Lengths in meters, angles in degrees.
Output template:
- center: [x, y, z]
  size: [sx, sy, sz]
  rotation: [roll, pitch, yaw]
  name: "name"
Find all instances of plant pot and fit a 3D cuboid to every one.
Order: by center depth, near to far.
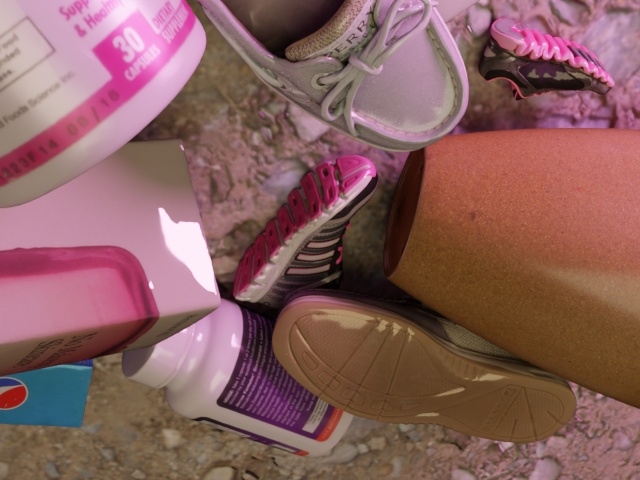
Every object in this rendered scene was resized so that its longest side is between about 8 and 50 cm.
- center: [0.189, 0.001, 0.734]
  size: [0.254, 0.237, 0.237]
  rotation: [14, 118, -5]
  name: "plant pot"

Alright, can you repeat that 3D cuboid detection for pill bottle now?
- center: [-0.200, -0.168, 0.444]
  size: [0.160, 0.160, 0.283]
  rotation: [-33, 118, 7]
  name: "pill bottle"
- center: [-0.070, 0.114, 0.786]
  size: [0.193, 0.108, 0.108]
  rotation: [26, 112, -28]
  name: "pill bottle"

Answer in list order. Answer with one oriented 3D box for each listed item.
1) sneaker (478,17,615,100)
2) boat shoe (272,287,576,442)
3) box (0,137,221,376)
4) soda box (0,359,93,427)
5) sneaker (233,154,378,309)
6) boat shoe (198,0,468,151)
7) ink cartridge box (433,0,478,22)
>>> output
- center: [0.183, -0.138, 0.734]
  size: [0.119, 0.047, 0.057]
  rotation: [16, 123, -15]
  name: "sneaker"
- center: [0.089, 0.100, 0.785]
  size: [0.285, 0.092, 0.103]
  rotation: [17, 117, -16]
  name: "boat shoe"
- center: [-0.209, 0.021, 0.604]
  size: [0.232, 0.127, 0.148]
  rotation: [-8, 167, -33]
  name: "box"
- center: [-0.300, 0.103, 0.743]
  size: [0.210, 0.067, 0.071]
  rotation: [7, 120, -19]
  name: "soda box"
- center: [0.000, 0.000, 0.760]
  size: [0.075, 0.063, 0.170]
  rotation: [29, 116, -28]
  name: "sneaker"
- center: [-0.021, -0.157, 0.523]
  size: [0.118, 0.103, 0.320]
  rotation: [-39, 119, 11]
  name: "boat shoe"
- center: [0.035, -0.214, 0.616]
  size: [0.203, 0.086, 0.148]
  rotation: [-32, 123, 8]
  name: "ink cartridge box"
